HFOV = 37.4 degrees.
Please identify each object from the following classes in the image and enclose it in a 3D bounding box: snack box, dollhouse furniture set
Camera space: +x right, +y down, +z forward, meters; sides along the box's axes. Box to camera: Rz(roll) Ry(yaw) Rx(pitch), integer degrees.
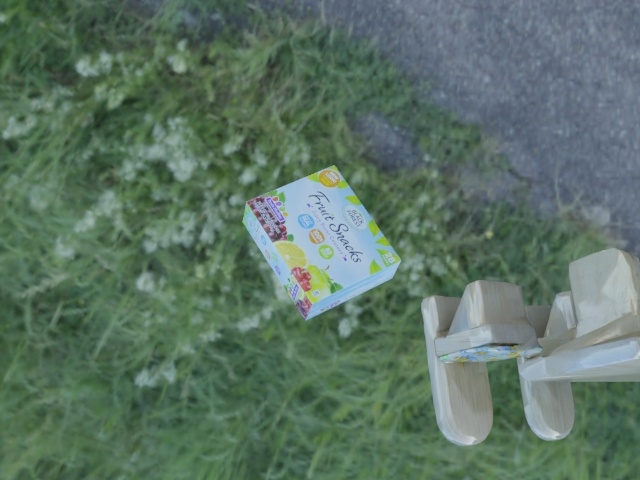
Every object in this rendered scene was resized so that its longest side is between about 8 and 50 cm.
[{"bbox_3d":[0.000,0.000,1.527,0.207,0.174,0.070,57,155,20],"label":"snack box"},{"bbox_3d":[0.361,0.145,0.861,0.394,0.256,0.362,6,160,-38],"label":"dollhouse furniture set"}]
